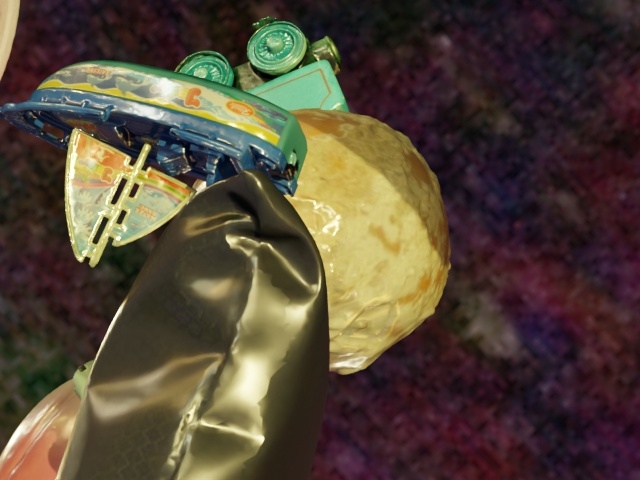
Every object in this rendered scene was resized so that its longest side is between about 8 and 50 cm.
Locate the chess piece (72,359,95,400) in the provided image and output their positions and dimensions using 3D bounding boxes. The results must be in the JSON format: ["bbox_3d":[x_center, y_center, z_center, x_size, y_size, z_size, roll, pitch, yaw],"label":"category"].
[{"bbox_3d":[-0.187,0.152,1.577,0.103,0.067,0.067,45,163,45],"label":"chess piece"}]

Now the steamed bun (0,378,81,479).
[{"bbox_3d":[-0.231,0.278,1.857,0.309,0.309,0.309,43,160,20],"label":"steamed bun"}]

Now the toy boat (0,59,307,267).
[{"bbox_3d":[-0.103,-0.037,0.921,0.175,0.110,0.091,17,163,17],"label":"toy boat"}]

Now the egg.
[{"bbox_3d":[0.000,0.000,1.254,0.195,0.195,0.233,48,-164,6],"label":"egg"}]

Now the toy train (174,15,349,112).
[{"bbox_3d":[-0.061,-0.133,1.851,0.112,0.203,0.163,60,-173,-56],"label":"toy train"}]

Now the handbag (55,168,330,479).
[{"bbox_3d":[-0.049,0.107,0.579,0.088,0.211,0.254,18,166,5],"label":"handbag"}]

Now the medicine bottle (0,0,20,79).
[{"bbox_3d":[-0.403,-0.188,1.224,0.325,0.212,0.212,14,150,15],"label":"medicine bottle"}]
